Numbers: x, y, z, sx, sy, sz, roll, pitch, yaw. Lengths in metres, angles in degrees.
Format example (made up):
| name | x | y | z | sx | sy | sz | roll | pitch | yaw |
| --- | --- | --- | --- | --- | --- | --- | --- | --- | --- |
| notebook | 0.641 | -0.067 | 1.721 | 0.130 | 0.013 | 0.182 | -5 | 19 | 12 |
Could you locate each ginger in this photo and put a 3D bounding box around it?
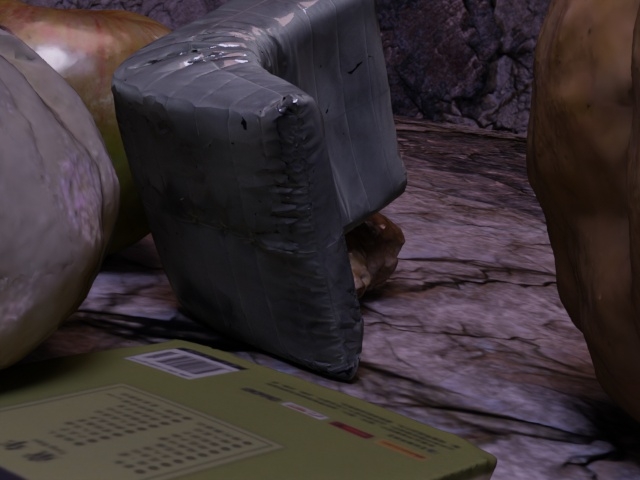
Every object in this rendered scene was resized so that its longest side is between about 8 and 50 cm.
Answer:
| name | x | y | z | sx | sy | sz | roll | pitch | yaw |
| --- | --- | --- | --- | --- | --- | --- | --- | --- | --- |
| ginger | 0.003 | -0.001 | 1.012 | 0.137 | 0.074 | 0.213 | -17 | 20 | -28 |

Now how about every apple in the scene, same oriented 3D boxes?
| name | x | y | z | sx | sy | sz | roll | pitch | yaw |
| --- | --- | --- | --- | --- | --- | --- | --- | --- | --- |
| apple | -0.214 | -0.089 | 0.963 | 0.261 | 0.194 | 0.261 | 8 | 10 | -1 |

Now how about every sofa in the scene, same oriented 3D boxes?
| name | x | y | z | sx | sy | sz | roll | pitch | yaw |
| --- | --- | --- | --- | --- | --- | --- | --- | --- | --- |
| sofa | -0.001 | -0.062 | 0.831 | 0.176 | 0.210 | 0.225 | 15 | 38 | 39 |

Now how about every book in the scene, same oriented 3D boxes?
| name | x | y | z | sx | sy | sz | roll | pitch | yaw |
| --- | --- | --- | --- | --- | --- | --- | --- | --- | --- |
| book | -0.113 | 0.100 | 0.531 | 0.239 | 0.035 | 0.352 | 16 | 14 | 38 |

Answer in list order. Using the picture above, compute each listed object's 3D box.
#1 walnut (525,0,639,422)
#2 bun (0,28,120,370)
| name | x | y | z | sx | sy | sz | roll | pitch | yaw |
| --- | --- | --- | --- | --- | --- | --- | --- | --- | --- |
| walnut | 0.282 | -0.039 | 0.689 | 0.384 | 0.383 | 0.383 | 9 | 12 | -2 |
| bun | -0.285 | -0.051 | 0.633 | 0.365 | 0.219 | 0.365 | 6 | 8 | -1 |
